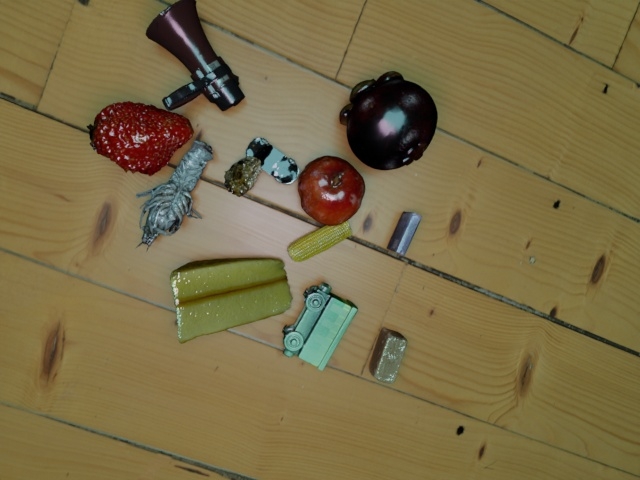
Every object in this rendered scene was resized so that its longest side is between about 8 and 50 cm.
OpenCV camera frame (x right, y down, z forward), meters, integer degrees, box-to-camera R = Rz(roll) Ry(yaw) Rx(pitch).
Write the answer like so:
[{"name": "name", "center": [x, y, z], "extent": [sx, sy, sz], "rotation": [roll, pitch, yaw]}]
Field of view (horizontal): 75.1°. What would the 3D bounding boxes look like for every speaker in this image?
[{"name": "speaker", "center": [-0.404, -0.562, 1.322], "extent": [0.198, 0.259, 0.330], "rotation": [-25, 105, 34]}]

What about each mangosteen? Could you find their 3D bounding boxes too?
[{"name": "mangosteen", "center": [0.219, -0.407, 1.390], "extent": [0.306, 0.307, 0.347], "rotation": [-29, 69, -3]}]

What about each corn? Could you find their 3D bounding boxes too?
[{"name": "corn", "center": [0.000, 0.000, 1.491], "extent": [0.248, 0.081, 0.081], "rotation": [-27, 98, -4]}]

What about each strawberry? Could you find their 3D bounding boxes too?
[{"name": "strawberry", "center": [-0.564, -0.336, 1.304], "extent": [0.261, 0.261, 0.258], "rotation": [41, 103, -8]}]

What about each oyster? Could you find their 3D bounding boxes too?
[{"name": "oyster", "center": [-0.264, -0.222, 1.429], "extent": [0.177, 0.056, 0.105], "rotation": [-28, 99, 27]}]

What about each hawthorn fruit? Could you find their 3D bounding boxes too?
[{"name": "hawthorn fruit", "center": [0.040, -0.176, 1.381], "extent": [0.241, 0.271, 0.242], "rotation": [1, 86, -9]}]

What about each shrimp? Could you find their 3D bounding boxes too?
[{"name": "shrimp", "center": [-0.486, -0.142, 1.392], "extent": [0.221, 0.166, 0.411], "rotation": [31, 77, -28]}]

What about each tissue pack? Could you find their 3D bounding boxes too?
[{"name": "tissue pack", "center": [0.302, -0.028, 1.506], "extent": [0.051, 0.112, 0.156], "rotation": [23, 92, -9]}]

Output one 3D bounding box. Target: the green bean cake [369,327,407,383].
[{"name": "green bean cake", "center": [0.248, 0.425, 1.544], "extent": [0.085, 0.109, 0.179], "rotation": [18, 93, -8]}]

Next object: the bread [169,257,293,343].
[{"name": "bread", "center": [-0.280, 0.175, 1.400], "extent": [0.361, 0.245, 0.233], "rotation": [-7, 95, -2]}]

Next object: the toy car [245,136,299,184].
[{"name": "toy car", "center": [-0.166, -0.275, 1.457], "extent": [0.205, 0.056, 0.095], "rotation": [35, 92, -6]}]

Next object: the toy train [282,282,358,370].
[{"name": "toy train", "center": [-0.011, 0.307, 1.498], "extent": [0.202, 0.120, 0.301], "rotation": [29, 92, -10]}]
